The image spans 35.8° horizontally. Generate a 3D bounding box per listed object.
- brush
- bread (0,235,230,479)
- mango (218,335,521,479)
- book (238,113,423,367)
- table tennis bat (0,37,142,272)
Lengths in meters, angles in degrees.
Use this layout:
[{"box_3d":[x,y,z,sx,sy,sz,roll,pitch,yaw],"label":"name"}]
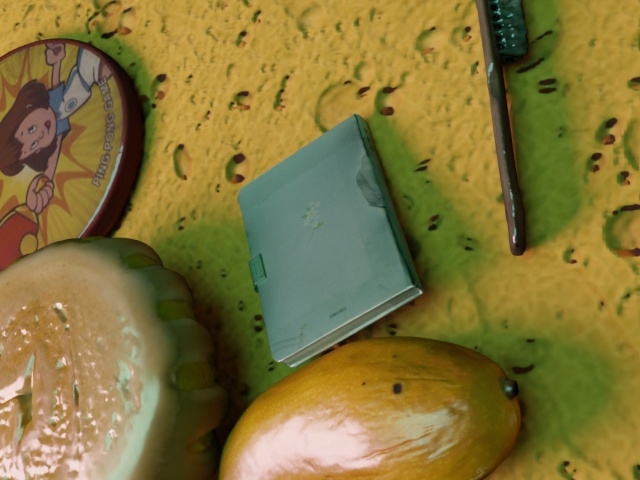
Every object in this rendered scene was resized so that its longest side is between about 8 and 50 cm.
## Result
[{"box_3d":[0.107,-0.085,0.559,0.028,0.034,0.190,-8,73,13],"label":"brush"},{"box_3d":[-0.143,0.101,0.620,0.213,0.105,0.213,-10,70,28],"label":"bread"},{"box_3d":[0.022,0.104,0.540,0.190,0.075,0.098,-21,57,32],"label":"mango"},{"box_3d":[0.000,0.000,0.594,0.103,0.017,0.135,-32,50,21],"label":"book"},{"box_3d":[-0.259,-0.031,0.767,0.310,0.038,0.200,-34,62,16],"label":"table tennis bat"}]
